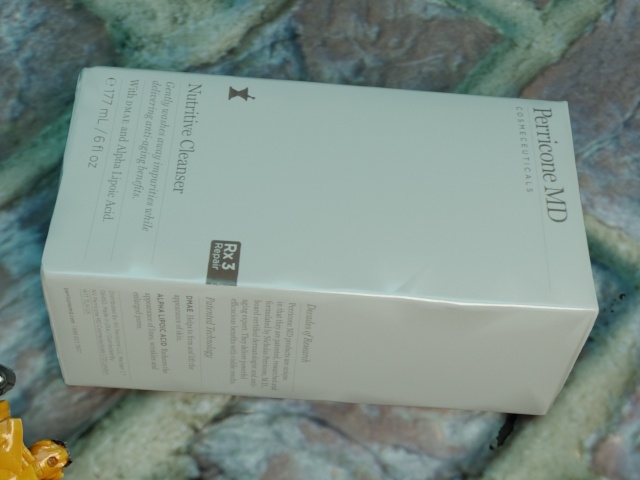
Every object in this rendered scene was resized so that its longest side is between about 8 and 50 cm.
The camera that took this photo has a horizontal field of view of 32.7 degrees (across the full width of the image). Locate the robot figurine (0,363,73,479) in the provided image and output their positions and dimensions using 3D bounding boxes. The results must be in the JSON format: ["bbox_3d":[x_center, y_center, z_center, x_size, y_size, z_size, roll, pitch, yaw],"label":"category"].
[{"bbox_3d":[-0.290,0.194,0.672,0.291,0.211,0.085,-25,14,-35],"label":"robot figurine"}]

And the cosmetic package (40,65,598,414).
[{"bbox_3d":[0.000,0.000,0.843,0.385,0.156,0.217,2,52,-2],"label":"cosmetic package"}]
